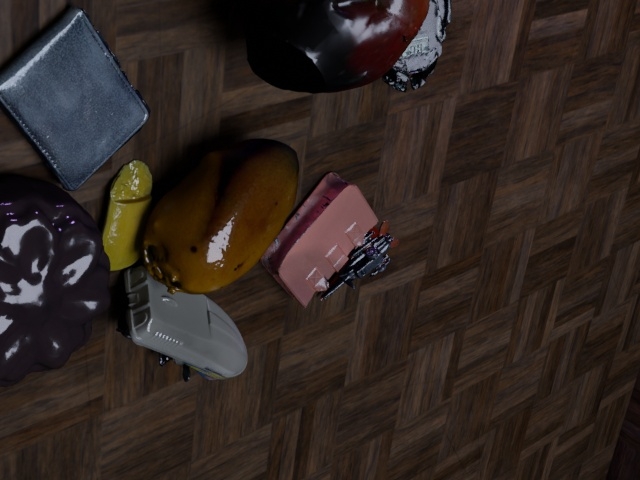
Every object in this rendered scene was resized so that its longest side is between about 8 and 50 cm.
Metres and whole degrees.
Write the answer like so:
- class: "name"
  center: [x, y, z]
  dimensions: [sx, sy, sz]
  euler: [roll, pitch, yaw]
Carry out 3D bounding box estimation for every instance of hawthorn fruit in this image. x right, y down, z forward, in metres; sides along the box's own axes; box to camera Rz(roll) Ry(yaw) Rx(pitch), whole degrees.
- class: "hawthorn fruit"
  center: [0.007, -0.347, 1.606]
  dimensions: [0.316, 0.316, 0.316]
  euler: [-29, 135, -35]

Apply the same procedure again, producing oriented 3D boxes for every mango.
- class: "mango"
  center: [-0.148, -0.038, 1.738]
  dimensions: [0.287, 0.153, 0.201]
  euler: [-52, 134, -23]

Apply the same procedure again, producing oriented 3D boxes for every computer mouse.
- class: "computer mouse"
  center: [0.144, -0.364, 1.913]
  dimensions: [0.146, 0.077, 0.241]
  euler: [-13, 119, -19]

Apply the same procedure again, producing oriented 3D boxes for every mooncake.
- class: "mooncake"
  center: [-0.409, 0.057, 1.516]
  dimensions: [0.283, 0.141, 0.283]
  euler: [-26, 130, -36]

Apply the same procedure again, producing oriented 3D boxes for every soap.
- class: "soap"
  center: [-0.286, -0.033, 1.684]
  dimensions: [0.089, 0.033, 0.168]
  euler: [-21, 129, -48]

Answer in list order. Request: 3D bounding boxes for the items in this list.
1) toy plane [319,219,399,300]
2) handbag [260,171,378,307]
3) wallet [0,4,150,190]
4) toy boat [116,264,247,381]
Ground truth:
- class: "toy plane"
  center: [0.072, 0.048, 2.142]
  dimensions: [0.189, 0.061, 0.130]
  euler: [-50, 144, -12]
- class: "handbag"
  center: [0.000, 0.000, 2.026]
  dimensions: [0.212, 0.059, 0.157]
  euler: [-50, 142, -10]
- class: "wallet"
  center: [-0.330, -0.183, 1.527]
  dimensions: [0.167, 0.036, 0.222]
  euler: [-47, 141, -15]
- class: "toy boat"
  center: [-0.222, 0.146, 1.809]
  dimensions: [0.141, 0.141, 0.269]
  euler: [-53, 143, -9]
